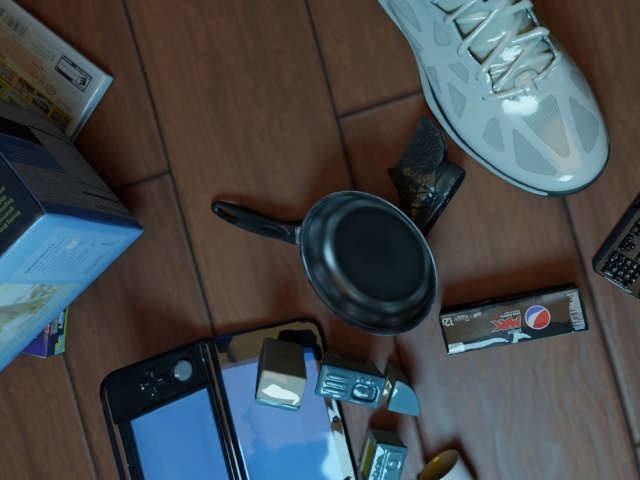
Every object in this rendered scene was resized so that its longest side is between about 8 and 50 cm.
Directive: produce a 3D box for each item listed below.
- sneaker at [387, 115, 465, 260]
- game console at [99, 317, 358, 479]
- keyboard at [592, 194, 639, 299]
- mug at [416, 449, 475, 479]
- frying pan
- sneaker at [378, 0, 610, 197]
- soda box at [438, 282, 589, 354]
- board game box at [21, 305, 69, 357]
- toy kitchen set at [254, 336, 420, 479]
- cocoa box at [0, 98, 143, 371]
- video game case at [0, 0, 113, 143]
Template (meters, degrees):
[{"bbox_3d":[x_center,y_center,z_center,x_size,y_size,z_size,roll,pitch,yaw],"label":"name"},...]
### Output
[{"bbox_3d":[0.118,-0.064,0.804,0.089,0.051,0.170,38,106,18],"label":"sneaker"},{"bbox_3d":[-0.108,0.275,0.825,0.173,0.250,0.292,-14,90,41],"label":"game console"},{"bbox_3d":[0.416,-0.019,0.742,0.100,0.038,0.192,33,101,9],"label":"keyboard"},{"bbox_3d":[0.169,0.316,0.822,0.062,0.078,0.064,-41,94,-20],"label":"mug"},{"bbox_3d":[0.009,0.027,0.831,0.326,0.053,0.197,0,113,38],"label":"frying pan"},{"bbox_3d":[0.157,-0.233,0.674,0.169,0.257,0.447,-36,86,13],"label":"sneaker"},{"bbox_3d":[0.235,0.096,0.781,0.169,0.060,0.053,-13,90,15],"label":"soda box"},{"bbox_3d":[-0.465,0.089,0.953,0.171,0.048,0.140,9,95,13],"label":"board game box"},{"bbox_3d":[0.012,0.235,0.784,0.207,0.122,0.165,13,98,-5],"label":"toy kitchen set"},{"bbox_3d":[-0.456,0.015,0.804,0.347,0.231,0.228,-43,79,6],"label":"cocoa box"},{"bbox_3d":[-0.446,-0.222,0.938,0.227,0.026,0.206,38,101,7],"label":"video game case"}]
